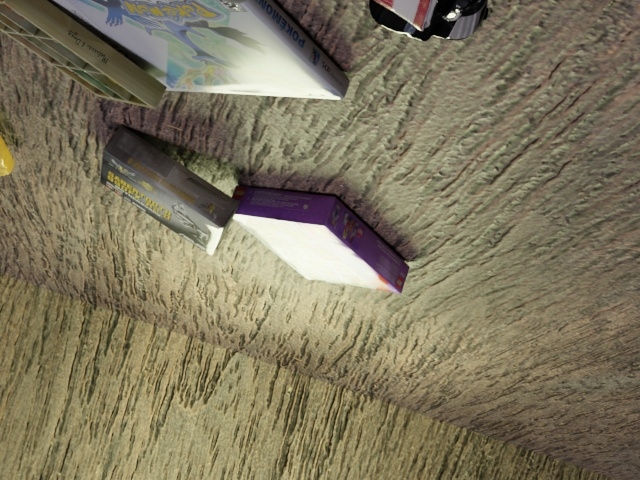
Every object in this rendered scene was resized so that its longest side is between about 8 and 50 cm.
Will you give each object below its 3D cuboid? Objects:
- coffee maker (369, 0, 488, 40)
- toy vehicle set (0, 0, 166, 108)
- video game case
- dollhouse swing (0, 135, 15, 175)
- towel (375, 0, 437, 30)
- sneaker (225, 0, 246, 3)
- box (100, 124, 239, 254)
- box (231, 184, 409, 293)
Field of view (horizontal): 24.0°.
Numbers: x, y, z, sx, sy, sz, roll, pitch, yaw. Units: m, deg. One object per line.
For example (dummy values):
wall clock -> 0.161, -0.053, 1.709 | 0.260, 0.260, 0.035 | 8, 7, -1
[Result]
coffee maker -> 0.106, -0.288, 1.480 | 0.171, 0.120, 0.178 | 40, 162, 2
toy vehicle set -> -0.351, -0.267, 2.024 | 0.267, 0.035, 0.166 | 35, 169, -36
video game case -> -0.170, -0.268, 1.920 | 0.329, 0.036, 0.300 | 6, 160, 34
dollhouse swing -> -0.746, -0.134, 2.538 | 0.305, 0.315, 0.347 | 36, 165, 10
towel -> -0.022, -0.333, 1.364 | 0.329, 0.037, 0.237 | 38, 165, 8
sneaker -> -0.157, -0.310, 1.497 | 0.127, 0.126, 0.321 | 31, -172, 15
box -> -0.251, -0.079, 2.474 | 0.231, 0.056, 0.183 | 33, 163, -1
box -> 0.000, 0.000, 2.560 | 0.201, 0.057, 0.293 | 8, 161, 33
